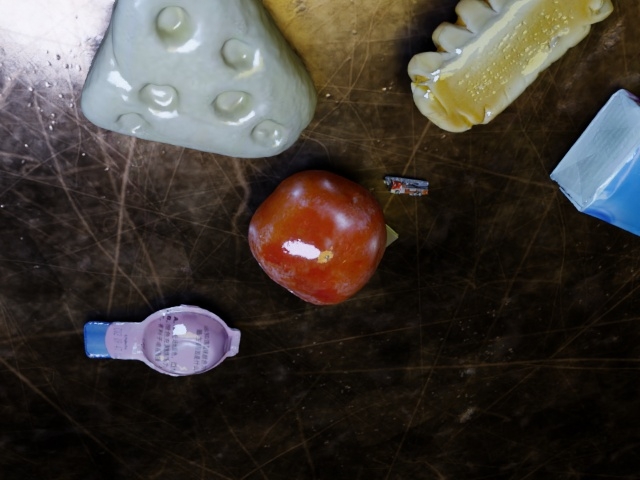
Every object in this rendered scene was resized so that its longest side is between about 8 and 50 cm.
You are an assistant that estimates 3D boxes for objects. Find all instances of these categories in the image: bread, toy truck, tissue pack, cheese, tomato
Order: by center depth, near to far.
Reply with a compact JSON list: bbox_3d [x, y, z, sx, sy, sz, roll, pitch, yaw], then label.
[{"bbox_3d":[-0.126,-0.261,0.967,0.329,0.129,0.351,13,136,-25],"label":"cheese"},{"bbox_3d":[0.265,-0.303,1.057,0.311,0.121,0.173,-41,126,17],"label":"bread"},{"bbox_3d":[0.003,-0.003,1.172,0.232,0.188,0.231,-2,118,-4],"label":"tomato"},{"bbox_3d":[0.151,-0.095,1.247,0.083,0.024,0.031,3,103,-17],"label":"toy truck"},{"bbox_3d":[0.588,-0.115,1.253,0.264,0.146,0.198,19,121,-24],"label":"tissue pack"},{"bbox_3d":[-0.295,0.190,1.329,0.286,0.074,0.188,2,125,-9],"label":"cheese"}]

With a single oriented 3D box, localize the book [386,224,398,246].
[{"bbox_3d":[0.038,0.013,1.309,0.182,0.014,0.127,-40,124,17],"label":"book"}]
